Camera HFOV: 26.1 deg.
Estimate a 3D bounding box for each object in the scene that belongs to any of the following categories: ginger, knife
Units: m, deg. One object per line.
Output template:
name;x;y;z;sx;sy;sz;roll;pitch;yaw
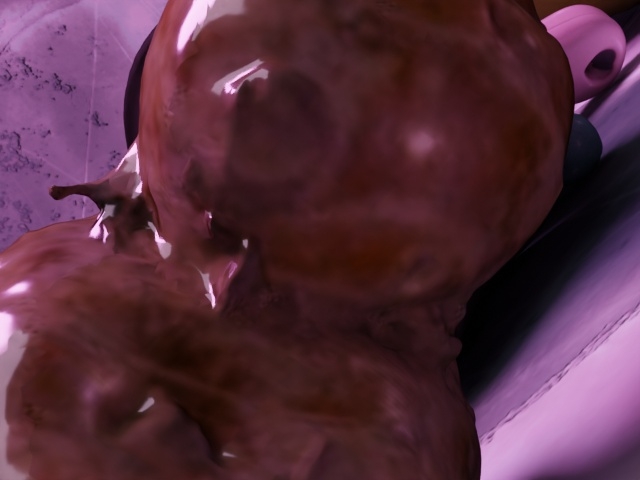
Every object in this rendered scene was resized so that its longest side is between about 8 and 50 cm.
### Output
ginger;-0.047;0.074;0.481;0.375;0.176;0.256;123;167;-51
knife;0.062;-0.107;0.907;0.336;0.043;0.081;-13;-47;-25

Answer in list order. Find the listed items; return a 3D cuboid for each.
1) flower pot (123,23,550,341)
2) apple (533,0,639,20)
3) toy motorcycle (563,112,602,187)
flower pot;0.000;0.000;0.682;0.235;0.235;0.148;-42;25;41
apple;0.168;-0.385;1.105;0.473;0.473;0.473;-45;4;4
toy motorcycle;0.054;-0.057;0.800;0.296;0.198;0.109;117;165;-57
